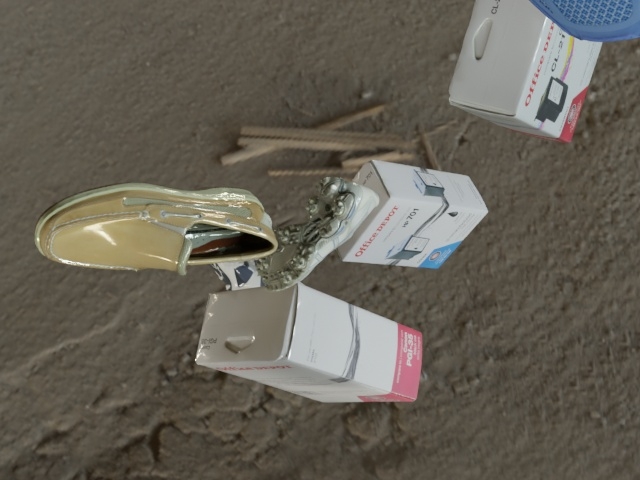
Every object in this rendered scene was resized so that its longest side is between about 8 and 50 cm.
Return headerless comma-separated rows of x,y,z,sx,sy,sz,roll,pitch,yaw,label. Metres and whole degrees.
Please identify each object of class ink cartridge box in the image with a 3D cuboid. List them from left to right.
-0.013,0.163,1.282,0.207,0.283,0.117,-10,64,44,ink cartridge box
0.125,-0.034,1.239,0.139,0.191,0.082,-54,46,36,ink cartridge box
0.208,-0.174,0.834,0.072,0.175,0.127,21,99,31,ink cartridge box

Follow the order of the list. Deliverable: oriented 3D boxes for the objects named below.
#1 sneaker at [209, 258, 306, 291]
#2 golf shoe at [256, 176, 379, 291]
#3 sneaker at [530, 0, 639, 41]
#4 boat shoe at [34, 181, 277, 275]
-0.142,0.099,1.434,0.153,0.235,0.094,-56,16,12,sneaker
0.000,0.000,0.956,0.176,0.086,0.069,-43,63,34,golf shoe
0.040,-0.160,0.292,0.130,0.330,0.147,2,67,43,sneaker
-0.121,-0.004,0.660,0.190,0.068,0.072,-9,41,-28,boat shoe
